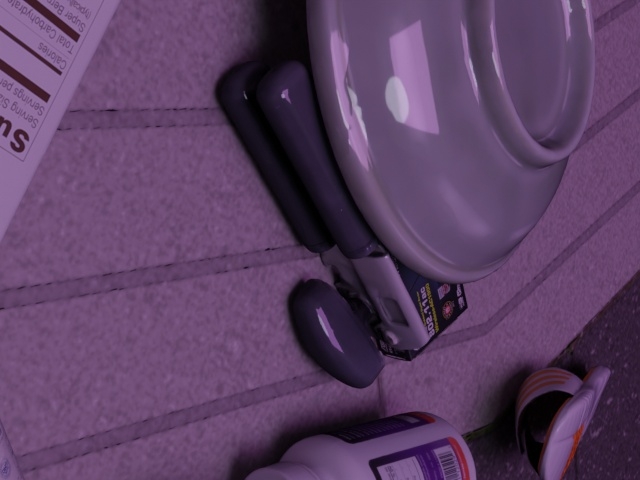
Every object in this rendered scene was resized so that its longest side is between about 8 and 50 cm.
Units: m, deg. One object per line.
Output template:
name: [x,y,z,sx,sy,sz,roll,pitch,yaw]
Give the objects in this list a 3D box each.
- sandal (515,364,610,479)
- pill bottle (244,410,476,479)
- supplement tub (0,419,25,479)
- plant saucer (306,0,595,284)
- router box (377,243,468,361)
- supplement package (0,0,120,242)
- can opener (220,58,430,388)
sandal: [0.245,0.181,1.120,0.265,0.076,0.102,-12,122,-67]
pill bottle: [0.029,0.204,0.850,0.193,0.108,0.108,-3,99,-47]
supplement tub: [-0.208,0.139,0.605,0.071,0.071,0.107,-33,120,-40]
plant saucer: [0.140,-0.164,0.859,0.400,0.101,0.400,4,85,-54]
router box: [0.080,0.030,0.926,0.092,0.038,0.122,-37,123,-37]
supplement package: [-0.211,-0.127,0.472,0.175,0.177,0.293,37,70,-45]
can opener: [0.000,0.000,0.806,0.095,0.076,0.283,-52,130,-30]
